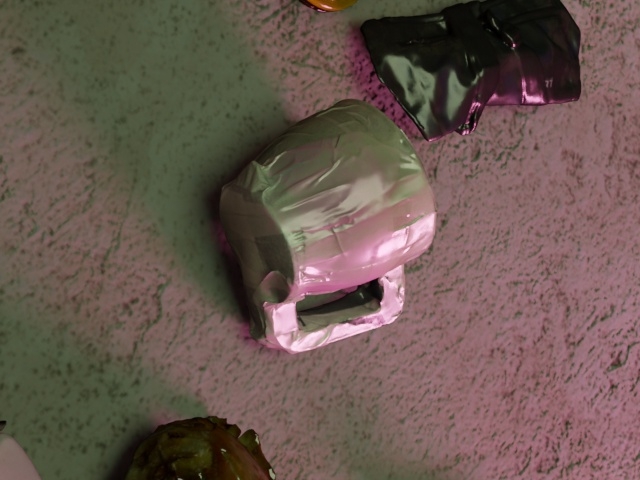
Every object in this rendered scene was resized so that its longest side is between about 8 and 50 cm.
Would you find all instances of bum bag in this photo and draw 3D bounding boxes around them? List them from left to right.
[{"bbox_3d":[0.169,-0.186,1.790,0.310,0.074,0.137,-18,87,-37],"label":"bum bag"}]

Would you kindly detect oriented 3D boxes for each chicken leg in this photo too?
[{"bbox_3d":[-0.089,0.334,1.507,0.211,0.140,0.361,-10,89,-46],"label":"chicken leg"}]

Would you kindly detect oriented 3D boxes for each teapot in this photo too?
[{"bbox_3d":[-0.008,-0.011,1.615,0.178,0.221,0.163,-27,63,-26],"label":"teapot"}]

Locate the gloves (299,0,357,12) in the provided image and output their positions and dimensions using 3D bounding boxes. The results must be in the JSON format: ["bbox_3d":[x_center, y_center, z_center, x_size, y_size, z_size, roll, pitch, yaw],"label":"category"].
[{"bbox_3d":[0.092,-0.293,1.599,0.116,0.294,0.133,0,87,-38],"label":"gloves"}]

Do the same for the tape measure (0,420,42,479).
[{"bbox_3d":[-0.268,0.294,1.380,0.197,0.120,0.236,-45,114,-46],"label":"tape measure"}]
